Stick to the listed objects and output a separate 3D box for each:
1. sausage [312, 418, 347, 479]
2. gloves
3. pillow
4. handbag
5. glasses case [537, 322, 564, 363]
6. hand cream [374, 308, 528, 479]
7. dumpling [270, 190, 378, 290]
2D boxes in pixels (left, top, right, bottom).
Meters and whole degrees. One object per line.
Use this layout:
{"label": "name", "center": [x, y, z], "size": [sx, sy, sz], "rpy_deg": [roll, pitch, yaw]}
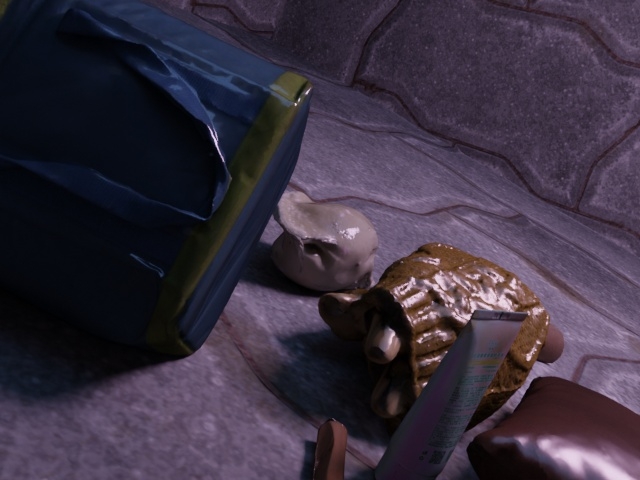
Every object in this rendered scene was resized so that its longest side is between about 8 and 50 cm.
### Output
{"label": "sausage", "center": [0.007, 0.177, 0.573], "size": [0.026, 0.026, 0.116], "rpy_deg": [25, 18, -5]}
{"label": "gloves", "center": [0.133, 0.085, 0.799], "size": [0.203, 0.155, 0.356], "rpy_deg": [31, 21, 24]}
{"label": "pillow", "center": [0.296, 0.242, 0.672], "size": [0.308, 0.108, 0.305], "rpy_deg": [38, 16, 20]}
{"label": "handbag", "center": [-0.160, -0.059, 0.624], "size": [0.241, 0.263, 0.222], "rpy_deg": [28, -9, 2]}
{"label": "glasses case", "center": [0.249, 0.097, 1.068], "size": [0.194, 0.070, 0.102], "rpy_deg": [20, 18, -22]}
{"label": "hand cream", "center": [0.102, 0.128, 0.599], "size": [0.076, 0.174, 0.047], "rpy_deg": [7, 26, -45]}
{"label": "dumpling", "center": [0.000, 0.000, 0.930], "size": [0.136, 0.118, 0.199], "rpy_deg": [46, 4, 41]}
